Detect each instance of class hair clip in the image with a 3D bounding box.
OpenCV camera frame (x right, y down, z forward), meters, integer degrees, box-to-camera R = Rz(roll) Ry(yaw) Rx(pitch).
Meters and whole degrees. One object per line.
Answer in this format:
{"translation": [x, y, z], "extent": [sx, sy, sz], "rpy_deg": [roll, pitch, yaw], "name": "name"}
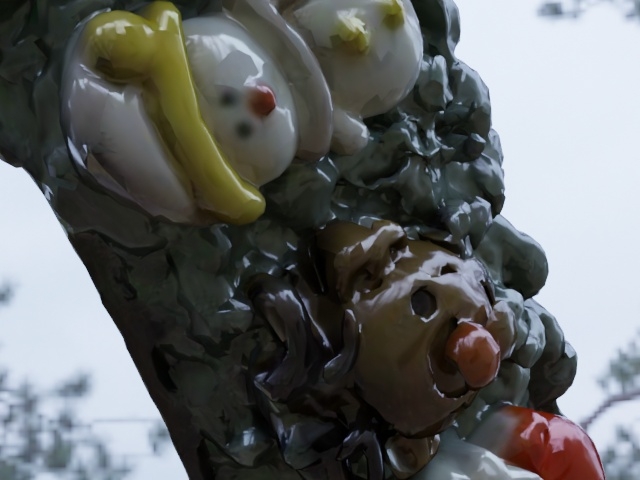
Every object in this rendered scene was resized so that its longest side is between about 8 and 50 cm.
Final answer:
{"translation": [0.000, 0.000, 0.415], "extent": [0.138, 0.321, 0.091], "rpy_deg": [-34, 30, -15], "name": "hair clip"}
